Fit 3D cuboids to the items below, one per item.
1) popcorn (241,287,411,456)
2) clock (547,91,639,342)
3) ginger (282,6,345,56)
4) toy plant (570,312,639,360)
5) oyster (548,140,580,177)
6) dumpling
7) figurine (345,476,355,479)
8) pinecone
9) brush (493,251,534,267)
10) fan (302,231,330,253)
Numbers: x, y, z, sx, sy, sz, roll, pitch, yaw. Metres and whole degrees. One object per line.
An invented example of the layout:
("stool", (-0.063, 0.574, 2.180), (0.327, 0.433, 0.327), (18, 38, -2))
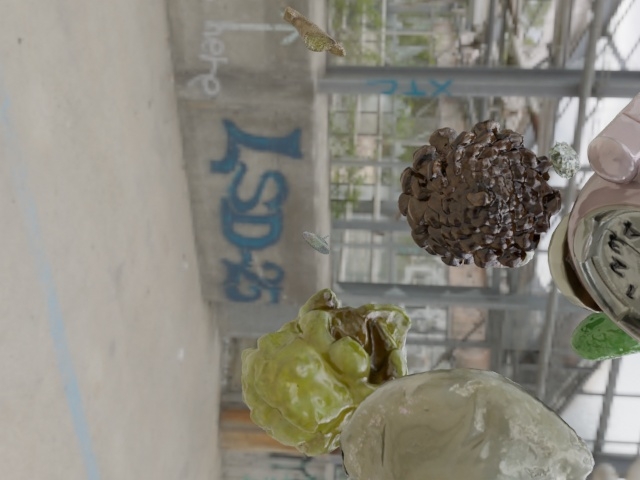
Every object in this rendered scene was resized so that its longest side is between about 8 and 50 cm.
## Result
("popcorn", (0.003, 0.179, 1.210), (0.256, 0.255, 0.195), (-14, 74, -53))
("clock", (0.432, 0.021, 1.028), (0.342, 0.184, 0.326), (42, -27, 29))
("ginger", (-0.010, -0.261, 1.144), (0.030, 0.097, 0.048), (-52, -169, 14))
("toy plant", (0.652, 0.129, 1.535), (0.317, 0.356, 0.211), (117, -10, -55))
("oyster", (0.493, -0.170, 1.784), (0.098, 0.037, 0.100), (54, 43, -22))
("dumpling", (0.108, 0.157, 0.658), (0.118, 0.199, 0.136), (-34, 136, -67))
("figurine", (0.165, 0.423, 1.198), (0.196, 0.323, 0.320), (-27, 156, -55))
("pinecone", (0.181, -0.052, 1.049), (0.150, 0.195, 0.179), (-39, 98, -34))
("brush", (0.265, -0.046, 1.610), (0.174, 0.266, 0.166), (-128, -143, -53))
("fan", (0.002, 0.006, 1.660), (0.003, 0.080, 0.060), (-54, -129, 26))
